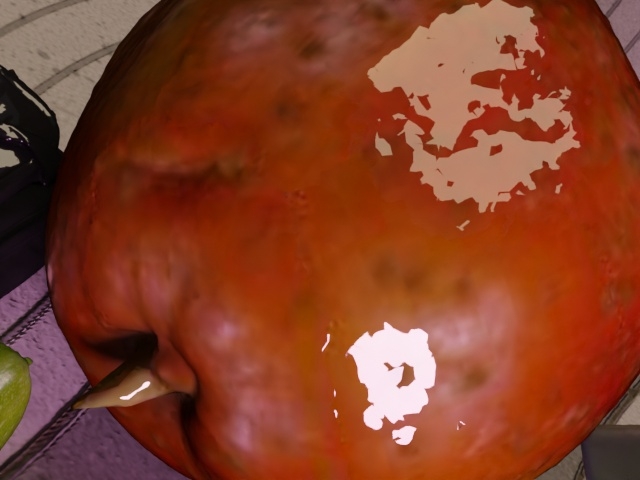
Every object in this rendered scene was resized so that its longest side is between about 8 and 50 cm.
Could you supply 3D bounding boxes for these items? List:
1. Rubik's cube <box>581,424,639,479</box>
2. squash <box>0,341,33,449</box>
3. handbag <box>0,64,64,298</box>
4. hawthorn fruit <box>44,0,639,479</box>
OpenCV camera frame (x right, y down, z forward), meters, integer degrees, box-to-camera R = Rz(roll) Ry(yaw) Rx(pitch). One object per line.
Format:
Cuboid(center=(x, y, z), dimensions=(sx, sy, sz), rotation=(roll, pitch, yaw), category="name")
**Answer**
Cuboid(center=(0.297, 0.293, 0.747), dimensions=(0.387, 0.358, 0.368), rotation=(-44, 125, -62), category="Rubik's cube")
Cuboid(center=(-0.238, 0.126, 0.609), dimensions=(0.082, 0.082, 0.292), rotation=(42, 27, 6), category="squash")
Cuboid(center=(-0.285, -0.056, 0.831), dimensions=(0.244, 0.088, 0.275), rotation=(43, 27, 1), category="handbag")
Cuboid(center=(0.000, 0.000, 0.793), dimensions=(0.402, 0.403, 0.403), rotation=(29, 29, -18), category="hawthorn fruit")
